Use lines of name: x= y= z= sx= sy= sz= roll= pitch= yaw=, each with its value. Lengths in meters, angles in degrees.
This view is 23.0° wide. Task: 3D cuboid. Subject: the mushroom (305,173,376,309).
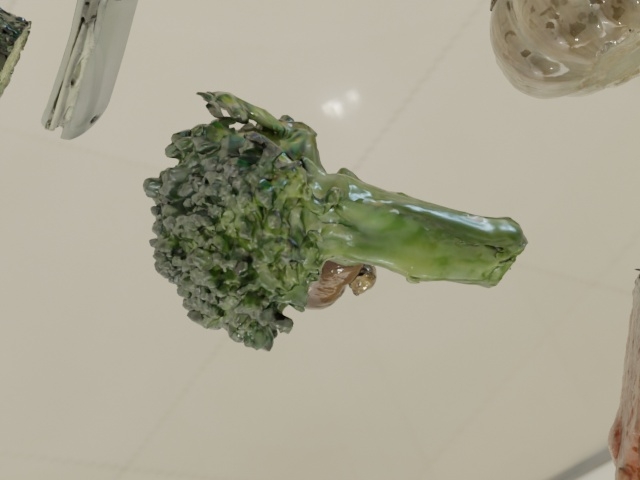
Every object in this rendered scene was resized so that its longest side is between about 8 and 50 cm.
mushroom: x=0.000 y=0.000 z=1.417 sx=0.087 sy=0.127 sz=0.127 roll=7 pitch=131 yaw=-35

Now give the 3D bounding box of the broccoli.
broccoli: x=-0.003 y=-0.015 z=1.180 sx=0.274 sy=0.198 sz=0.177 roll=-1 pitch=114 yaw=-34

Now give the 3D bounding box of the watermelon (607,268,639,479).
watermelon: x=0.375 y=0.129 z=1.321 sx=0.250 sy=0.293 sz=0.283 roll=17 pitch=124 yaw=4

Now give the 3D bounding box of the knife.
knife: x=-0.187 y=-0.155 z=1.273 sx=0.073 sy=0.040 sz=0.265 roll=-51 pitch=179 yaw=-30

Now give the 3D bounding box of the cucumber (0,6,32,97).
cucumber: x=-0.459 y=-0.258 z=1.536 sx=0.359 sy=0.096 sz=0.096 roll=27 pitch=123 yaw=-8

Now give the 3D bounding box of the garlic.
garlic: x=0.275 y=-0.241 z=1.640 sx=0.227 sy=0.152 sz=0.228 roll=-17 pitch=162 yaw=-6
